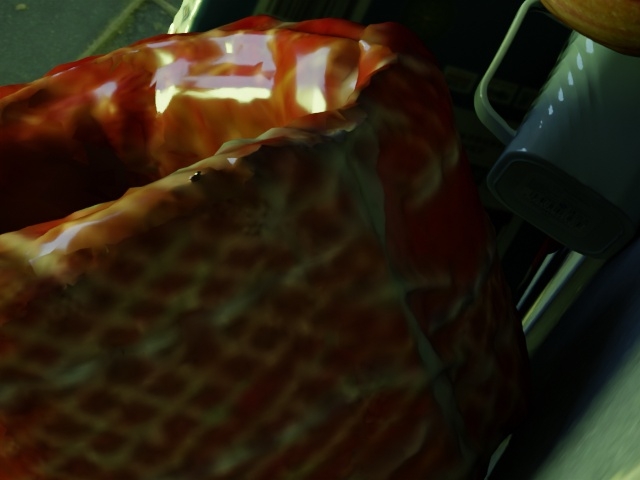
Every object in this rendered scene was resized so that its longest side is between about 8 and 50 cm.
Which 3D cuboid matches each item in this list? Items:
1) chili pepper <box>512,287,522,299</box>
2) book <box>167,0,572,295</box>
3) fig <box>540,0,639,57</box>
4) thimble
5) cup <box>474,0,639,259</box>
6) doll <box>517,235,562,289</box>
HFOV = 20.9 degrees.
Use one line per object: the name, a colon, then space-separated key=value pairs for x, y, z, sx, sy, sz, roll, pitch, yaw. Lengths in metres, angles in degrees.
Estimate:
chili pepper: x=0.137 y=0.046 z=1.451 sx=0.088 sy=0.059 sz=0.227 roll=-43 pitch=8 yaw=33
book: x=0.000 y=0.000 z=1.109 sx=0.428 sy=0.300 sz=0.039 roll=-62 pitch=30 yaw=26
fig: x=0.201 y=-0.151 z=0.875 sx=0.175 sy=0.207 sz=0.175 roll=-18 pitch=-40 yaw=-16
thimble: x=-0.081 y=0.038 z=0.877 sx=0.350 sy=0.230 sz=0.350 roll=-17 pitch=22 yaw=7
cup: x=0.154 y=-0.077 z=0.995 sx=0.129 sy=0.128 sz=0.095 roll=-56 pitch=-1 yaw=-19
doll: x=0.069 y=0.055 z=1.300 sx=0.336 sy=0.105 sz=0.200 roll=-34 pitch=-10 yaw=-24
